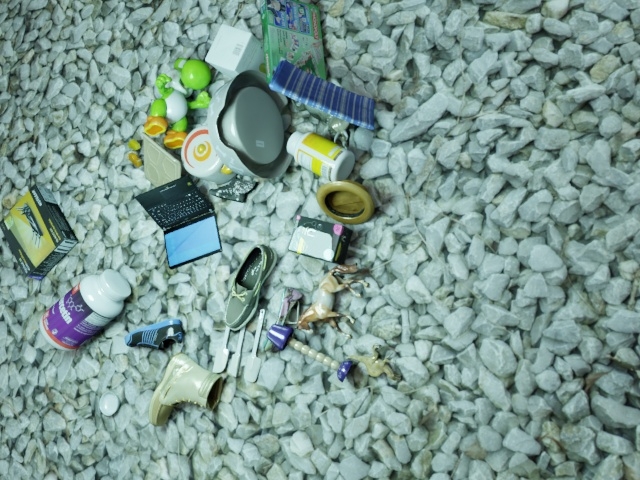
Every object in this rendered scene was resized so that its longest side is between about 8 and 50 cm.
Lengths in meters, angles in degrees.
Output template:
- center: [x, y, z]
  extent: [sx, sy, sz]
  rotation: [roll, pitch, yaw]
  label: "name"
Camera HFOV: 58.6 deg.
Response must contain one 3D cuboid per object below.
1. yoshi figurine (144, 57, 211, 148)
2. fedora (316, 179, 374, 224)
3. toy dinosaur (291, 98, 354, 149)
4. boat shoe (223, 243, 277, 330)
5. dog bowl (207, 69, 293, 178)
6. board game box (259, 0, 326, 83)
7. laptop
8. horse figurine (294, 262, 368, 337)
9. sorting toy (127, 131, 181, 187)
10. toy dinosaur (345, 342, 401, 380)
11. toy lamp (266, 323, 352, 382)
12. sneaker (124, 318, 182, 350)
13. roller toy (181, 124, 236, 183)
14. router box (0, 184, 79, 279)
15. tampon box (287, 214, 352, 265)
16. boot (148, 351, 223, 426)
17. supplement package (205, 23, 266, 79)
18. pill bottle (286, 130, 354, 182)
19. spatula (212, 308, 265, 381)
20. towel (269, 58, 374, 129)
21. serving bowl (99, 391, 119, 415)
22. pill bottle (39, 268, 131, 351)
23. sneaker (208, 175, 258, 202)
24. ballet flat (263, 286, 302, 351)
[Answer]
- center: [-0.499, -0.527, 2.068]
  extent: [0.203, 0.203, 0.362]
  rotation: [10, 64, -4]
  label: "yoshi figurine"
- center: [0.085, -0.135, 1.796]
  extent: [0.194, 0.194, 0.079]
  rotation: [6, 48, 24]
  label: "fedora"
- center: [0.024, -0.417, 1.849]
  extent: [0.313, 0.160, 0.121]
  rotation: [44, 98, 22]
  label: "toy dinosaur"
- center: [-0.248, 0.152, 1.891]
  extent: [0.109, 0.091, 0.305]
  rotation: [25, 88, 25]
  label: "boat shoe"
- center: [-0.225, -0.368, 1.858]
  extent: [0.102, 0.348, 0.349]
  rotation: [-5, 78, 36]
  label: "dog bowl"
- center: [-0.090, -0.664, 1.922]
  extent: [0.046, 0.213, 0.317]
  rotation: [-24, 67, 54]
  label: "board game box"
- center: [-0.503, -0.061, 2.018]
  extent: [0.234, 0.264, 0.137]
  rotation: [-19, 37, 18]
  label: "laptop"
- center: [0.042, 0.184, 1.785]
  extent: [0.174, 0.066, 0.263]
  rotation: [18, 90, 19]
  label: "horse figurine"
- center: [-0.601, -0.283, 2.084]
  extent: [0.307, 0.229, 0.041]
  rotation: [38, 52, 24]
  label: "sorting toy"
- center: [0.159, 0.357, 1.709]
  extent: [0.183, 0.053, 0.093]
  rotation: [20, 90, 25]
  label: "toy dinosaur"
- center: [-0.037, 0.339, 1.751]
  extent: [0.274, 0.080, 0.080]
  rotation: [27, 92, 9]
  label: "toy lamp"
- center: [-0.590, 0.350, 2.011]
  extent: [0.232, 0.081, 0.090]
  rotation: [-21, 66, 17]
  label: "sneaker"
- center: [-0.383, -0.301, 2.006]
  extent: [0.191, 0.146, 0.209]
  rotation: [-23, 73, 18]
  label: "roller toy"
- center: [-1.148, -0.034, 2.316]
  extent: [0.243, 0.081, 0.309]
  rotation: [-43, 67, 11]
  label: "router box"
- center: [0.000, 0.000, 1.814]
  extent: [0.161, 0.101, 0.120]
  rotation: [13, 86, 24]
  label: "tampon box"
- center: [-0.450, 0.534, 1.914]
  extent: [0.203, 0.095, 0.262]
  rotation: [22, 85, 23]
  label: "boot"
- center: [-0.251, -0.607, 1.953]
  extent: [0.134, 0.244, 0.139]
  rotation: [27, 92, 25]
  label: "supplement package"
- center: [-0.003, -0.277, 1.858]
  extent: [0.215, 0.117, 0.117]
  rotation: [31, 93, 24]
  label: "pill bottle"
- center: [-0.264, 0.338, 1.913]
  extent: [0.168, 0.019, 0.242]
  rotation: [8, 80, 25]
  label: "spatula"
- center: [0.014, -0.452, 1.755]
  extent: [0.336, 0.243, 0.040]
  rotation: [21, 121, -7]
  label: "towel"
- center: [-0.759, 0.590, 2.068]
  extent: [0.083, 0.027, 0.083]
  rotation: [-4, 79, 22]
  label: "serving bowl"
- center: [-0.854, 0.249, 2.086]
  extent: [0.323, 0.181, 0.181]
  rotation: [-39, 68, 12]
  label: "pill bottle"
- center: [-0.308, -0.186, 2.009]
  extent: [0.170, 0.051, 0.089]
  rotation: [15, 86, 20]
  label: "sneaker"
- center: [-0.114, 0.263, 1.838]
  extent: [0.079, 0.077, 0.221]
  rotation: [20, 88, 5]
  label: "ballet flat"
